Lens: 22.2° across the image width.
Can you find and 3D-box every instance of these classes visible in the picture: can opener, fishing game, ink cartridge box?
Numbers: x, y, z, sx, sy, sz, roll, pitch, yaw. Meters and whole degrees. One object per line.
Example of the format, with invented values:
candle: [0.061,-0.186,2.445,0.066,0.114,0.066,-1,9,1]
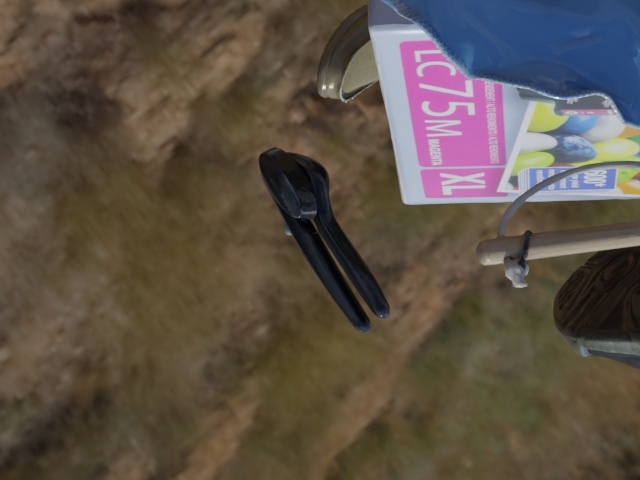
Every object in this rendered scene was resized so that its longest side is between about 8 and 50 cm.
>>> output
can opener: [0.000,0.000,1.467,0.059,0.186,0.073,-33,175,40]
fishing game: [0.087,-0.114,0.517,0.189,0.264,0.041,-11,159,-19]
ink cartridge box: [0.184,-0.080,0.754,0.311,0.065,0.186,-3,157,6]

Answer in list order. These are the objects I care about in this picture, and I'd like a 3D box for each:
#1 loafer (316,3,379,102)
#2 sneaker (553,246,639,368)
loafer: [0.058,-0.146,1.161,0.148,0.050,0.056,-41,152,-20]
sneaker: [0.224,0.068,0.938,0.087,0.227,0.130,-48,111,-12]
